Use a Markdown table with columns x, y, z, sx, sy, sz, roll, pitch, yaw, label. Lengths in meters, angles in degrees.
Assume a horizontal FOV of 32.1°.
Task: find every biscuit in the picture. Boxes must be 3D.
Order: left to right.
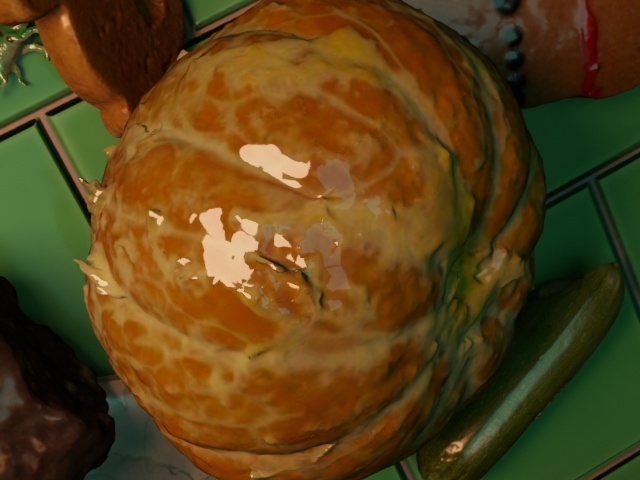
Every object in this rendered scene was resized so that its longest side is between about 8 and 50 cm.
| x | y | z | sx | sy | sz | roll | pitch | yaw | label |
| --- | --- | --- | --- | --- | --- | --- | --- | --- | --- |
| -0.156 | -0.185 | 0.713 | 0.249 | 0.035 | 0.184 | 59 | 36 | -42 | biscuit |
| 0.131 | -0.225 | 0.833 | 0.277 | 0.052 | 0.262 | -6 | 103 | -11 | biscuit |

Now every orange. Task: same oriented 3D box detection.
| x | y | z | sx | sy | sz | roll | pitch | yaw | label |
| --- | --- | --- | --- | --- | --- | --- | --- | --- | --- |
| 0.000 | 0.000 | 0.728 | 0.329 | 0.249 | 0.329 | -38 | 141 | -39 | orange |

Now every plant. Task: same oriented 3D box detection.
| x | y | z | sx | sy | sz | roll | pitch | yaw | label |
| --- | --- | --- | --- | --- | --- | --- | --- | --- | --- |
| -0.282 | 0.151 | 0.720 | 0.276 | 0.199 | 0.188 | -36 | 114 | -5 | plant |

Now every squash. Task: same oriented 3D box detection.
| x | y | z | sx | sy | sz | roll | pitch | yaw | label |
| --- | --- | --- | --- | --- | --- | --- | --- | --- | --- |
| 0.165 | 0.108 | 0.911 | 0.069 | 0.069 | 0.239 | 43 | 87 | -19 | squash |

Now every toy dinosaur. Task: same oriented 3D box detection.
| x | y | z | sx | sy | sz | roll | pitch | yaw | label |
| --- | --- | --- | --- | --- | --- | --- | --- | --- | --- |
| -0.220 | -0.141 | 0.773 | 0.062 | 0.021 | 0.083 | 2 | 102 | -4 | toy dinosaur |

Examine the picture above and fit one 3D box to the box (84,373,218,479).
| x | y | z | sx | sy | sz | roll | pitch | yaw | label |
| --- | --- | --- | --- | --- | --- | --- | --- | --- | --- |
| -0.118 | 0.236 | 0.867 | 0.142 | 0.044 | 0.285 | -8 | 103 | -19 | box |
